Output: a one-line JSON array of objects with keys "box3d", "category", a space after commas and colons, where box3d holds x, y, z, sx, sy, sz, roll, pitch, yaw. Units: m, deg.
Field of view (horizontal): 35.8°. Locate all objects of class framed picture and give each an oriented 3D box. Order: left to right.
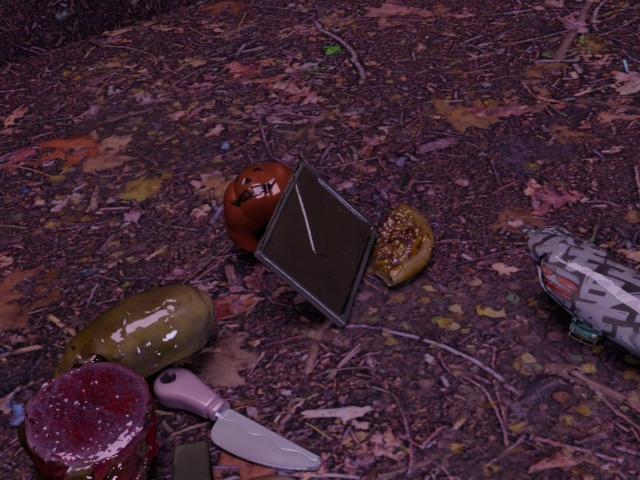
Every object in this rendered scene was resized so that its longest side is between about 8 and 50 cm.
[{"box3d": [0.000, 0.000, 1.831, 0.016, 0.213, 0.289, -37, 20, 37], "category": "framed picture"}]

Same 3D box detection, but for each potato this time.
[{"box3d": [-0.314, 0.166, 1.673, 0.296, 0.141, 0.191, -30, 4, -11], "category": "potato"}]

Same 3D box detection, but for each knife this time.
[{"box3d": [-0.144, 0.289, 1.563, 0.336, 0.043, 0.081, 23, 50, 35], "category": "knife"}]

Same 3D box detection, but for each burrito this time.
[{"box3d": [0.483, 0.095, 1.608, 0.139, 0.101, 0.445, -28, 49, -34], "category": "burrito"}]

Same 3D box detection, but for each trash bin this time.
[{"box3d": [-0.191, 0.347, 1.483, 0.061, 0.043, 0.092, -10, 30, -2], "category": "trash bin"}]

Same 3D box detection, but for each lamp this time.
[{"box3d": [-0.100, -0.066, 1.947, 0.188, 0.187, 0.164, -11, 44, -4], "category": "lamp"}]

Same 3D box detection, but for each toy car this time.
[{"box3d": [0.469, 0.128, 1.674, 0.059, 0.035, 0.122, 25, 43, 31], "category": "toy car"}]

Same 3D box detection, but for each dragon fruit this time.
[{"box3d": [-0.346, 0.311, 1.488, 0.211, 0.147, 0.282, -5, 42, -3], "category": "dragon fruit"}]

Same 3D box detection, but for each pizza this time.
[{"box3d": [0.159, 0.002, 1.906, 0.127, 0.058, 0.246, 6, 34, 21], "category": "pizza"}]

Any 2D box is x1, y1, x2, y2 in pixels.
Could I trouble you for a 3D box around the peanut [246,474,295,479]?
[{"box3d": [-0.097, 0.376, 1.390, 0.152, 0.076, 0.076, -18, 35, -23], "category": "peanut"}]
